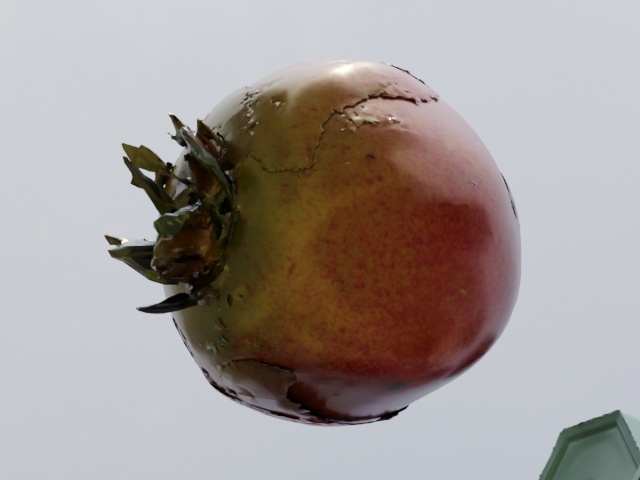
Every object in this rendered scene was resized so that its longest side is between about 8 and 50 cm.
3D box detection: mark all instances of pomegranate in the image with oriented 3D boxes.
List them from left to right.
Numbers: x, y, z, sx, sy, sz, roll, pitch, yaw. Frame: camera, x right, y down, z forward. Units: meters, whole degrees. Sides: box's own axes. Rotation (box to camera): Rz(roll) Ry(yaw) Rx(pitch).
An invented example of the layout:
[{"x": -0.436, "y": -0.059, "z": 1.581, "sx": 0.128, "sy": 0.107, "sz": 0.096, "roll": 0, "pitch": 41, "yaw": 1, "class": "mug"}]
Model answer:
[{"x": 0.000, "y": 0.000, "z": 0.833, "sx": 0.210, "sy": 0.235, "sz": 0.210, "roll": -17, "pitch": -113, "yaw": 48, "class": "pomegranate"}]

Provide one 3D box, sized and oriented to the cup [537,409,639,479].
[{"x": 0.261, "y": 0.217, "z": 1.039, "sx": 0.134, "sy": 0.235, "sz": 0.148, "roll": -34, "pitch": -143, "yaw": 45, "class": "cup"}]
